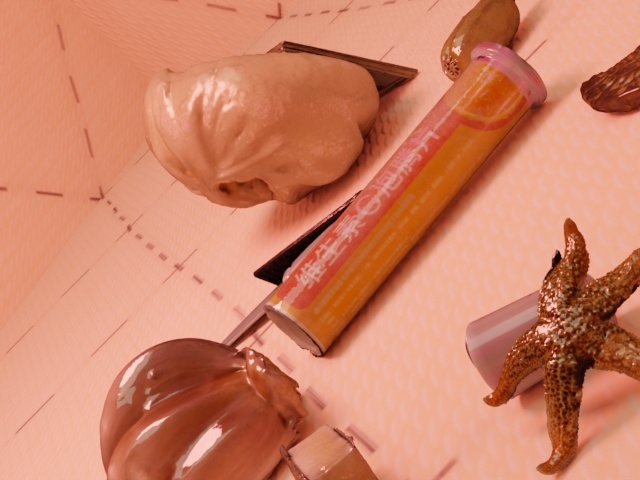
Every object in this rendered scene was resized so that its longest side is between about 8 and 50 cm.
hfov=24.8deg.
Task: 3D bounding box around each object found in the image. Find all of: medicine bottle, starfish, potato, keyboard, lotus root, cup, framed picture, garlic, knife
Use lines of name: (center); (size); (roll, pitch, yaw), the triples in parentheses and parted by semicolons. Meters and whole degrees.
medicine bottle: (0.103, -0.049, 1.733); (0.426, 0.108, 0.108); (-50, 16, -14)
starfish: (0.210, 0.082, 1.121); (0.176, 0.053, 0.208); (22, 86, 46)
potato: (0.012, 0.213, 1.307); (0.061, 0.086, 0.122); (-33, 12, -8)
keyboard: (0.000, 0.000, 1.963); (0.204, 0.061, 0.013); (-38, 53, 25)
lotus root: (0.236, -0.297, 2.080); (0.183, 0.077, 0.090); (-54, 7, -33)
cup: (0.191, 0.077, 1.236); (0.116, 0.074, 0.104); (-33, -10, 26)
framed picture: (-0.008, -0.255, 2.372); (0.217, 0.274, 0.017); (-29, 61, 51)
garlic: (-0.131, 0.224, 1.605); (0.292, 0.210, 0.237); (-38, 50, 10)
knife: (-0.055, 0.070, 1.962); (0.331, 0.044, 0.080); (-41, 13, 27)

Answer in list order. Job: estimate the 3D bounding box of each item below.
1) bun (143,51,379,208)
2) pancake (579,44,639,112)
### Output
bun: (-0.085, -0.159, 2.241); (0.365, 0.365, 0.219); (-17, 75, 61)
pancake: (0.402, -0.244, 1.596); (0.286, 0.033, 0.288); (-38, 15, 28)
